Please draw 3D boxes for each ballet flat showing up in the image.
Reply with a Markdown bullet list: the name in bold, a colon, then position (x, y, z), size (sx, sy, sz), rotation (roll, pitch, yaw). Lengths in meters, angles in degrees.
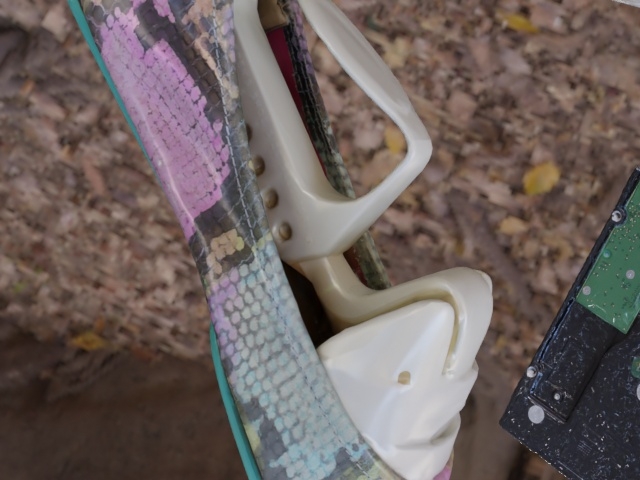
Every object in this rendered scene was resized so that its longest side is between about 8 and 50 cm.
- **ballet flat**: position (0.000, 0.000, 0.365), size (0.079, 0.221, 0.077), rotation (-22, 178, 24)

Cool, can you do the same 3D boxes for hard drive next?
- **hard drive**: position (0.337, 0.095, 1.208), size (0.237, 0.339, 0.064), rotation (35, -159, 32)

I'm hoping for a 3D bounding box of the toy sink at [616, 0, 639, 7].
- **toy sink**: position (0.067, -0.200, 0.648), size (0.234, 0.131, 0.153), rotation (18, -166, 8)
